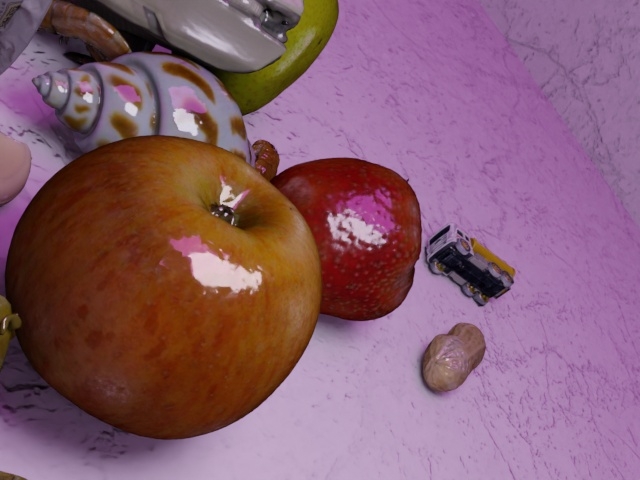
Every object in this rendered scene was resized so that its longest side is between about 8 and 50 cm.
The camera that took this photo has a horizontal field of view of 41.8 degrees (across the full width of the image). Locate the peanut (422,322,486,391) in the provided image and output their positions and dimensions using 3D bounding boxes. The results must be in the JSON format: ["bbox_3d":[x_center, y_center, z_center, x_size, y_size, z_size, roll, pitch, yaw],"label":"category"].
[{"bbox_3d":[0.260,0.222,1.629,0.098,0.090,0.214,45,30,13],"label":"peanut"}]

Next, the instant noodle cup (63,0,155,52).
[{"bbox_3d":[-0.362,-0.437,1.483,0.207,0.217,0.217,32,37,-14],"label":"instant noodle cup"}]

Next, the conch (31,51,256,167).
[{"bbox_3d":[-0.265,-0.183,1.331,0.368,0.197,0.249,-3,64,-22],"label":"conch"}]

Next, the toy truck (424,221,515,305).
[{"bbox_3d":[0.338,0.052,1.876,0.227,0.098,0.114,34,33,-25],"label":"toy truck"}]

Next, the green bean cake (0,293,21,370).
[{"bbox_3d":[-0.452,0.138,0.804,0.202,0.285,0.310,39,6,17],"label":"green bean cake"}]

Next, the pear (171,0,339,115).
[{"bbox_3d":[-0.132,-0.368,1.546,0.238,0.318,0.342,34,-8,2],"label":"pear"}]

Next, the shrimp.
[{"bbox_3d":[-0.443,-0.347,1.392,0.296,0.169,0.058,21,65,8],"label":"shrimp"}]

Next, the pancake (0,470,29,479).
[{"bbox_3d":[-0.343,0.354,0.874,0.253,0.037,0.253,29,40,-27],"label":"pancake"}]

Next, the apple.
[{"bbox_3d":[-0.180,0.046,1.064,0.400,0.333,0.400,47,13,-14],"label":"apple"}]

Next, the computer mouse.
[{"bbox_3d":[-0.237,-0.420,1.318,0.429,0.228,0.145,25,2,-4],"label":"computer mouse"}]

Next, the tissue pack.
[{"bbox_3d":[-0.482,-0.354,1.234,0.145,0.229,0.159,45,36,-7],"label":"tissue pack"}]

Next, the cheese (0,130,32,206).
[{"bbox_3d":[-0.481,-0.085,1.119,0.163,0.071,0.249,30,39,-26],"label":"cheese"}]

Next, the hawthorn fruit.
[{"bbox_3d":[0.000,0.000,1.426,0.369,0.284,0.284,-2,56,-23],"label":"hawthorn fruit"}]

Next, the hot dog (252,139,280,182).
[{"bbox_3d":[-0.136,-0.095,1.502,0.289,0.068,0.083,-63,149,-53],"label":"hot dog"}]
